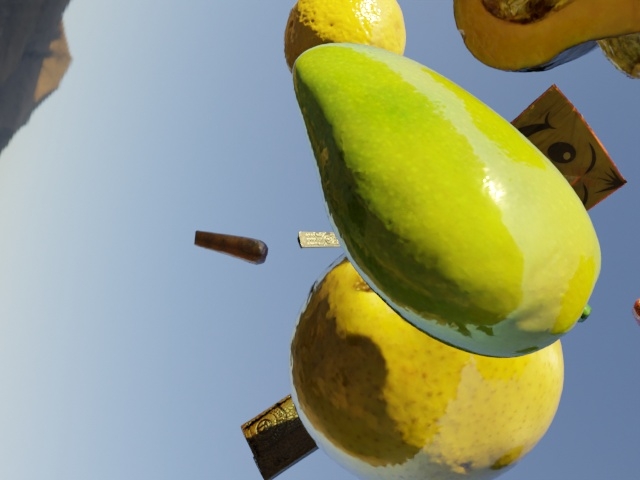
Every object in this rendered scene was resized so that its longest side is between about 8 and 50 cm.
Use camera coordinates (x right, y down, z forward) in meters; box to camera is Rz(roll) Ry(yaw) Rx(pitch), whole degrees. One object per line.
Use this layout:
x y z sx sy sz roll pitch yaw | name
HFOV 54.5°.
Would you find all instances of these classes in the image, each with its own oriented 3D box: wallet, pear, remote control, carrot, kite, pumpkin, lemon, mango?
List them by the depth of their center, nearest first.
0.087 -0.051 0.539 0.343 0.192 0.156 52 -39 23 | mango
0.309 -0.280 0.675 0.317 0.139 0.222 -12 -74 48 | pumpkin
0.139 0.171 0.855 0.418 0.362 0.362 75 -1 -51 | pear
0.000 0.000 1.103 0.016 0.091 0.034 -37 -121 52 | remote control
-0.024 0.325 1.147 0.243 0.039 0.133 -33 -134 -4 | wallet
0.044 -0.369 1.170 0.228 0.228 0.254 -20 -127 52 | lemon
-0.193 0.012 1.345 0.055 0.161 0.055 -166 -90 -89 | carrot
0.513 -0.157 1.391 0.327 0.013 0.378 18 -79 37 | kite

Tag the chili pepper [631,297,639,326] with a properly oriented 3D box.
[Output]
0.589 0.135 1.110 0.050 0.191 0.059 -41 -125 8 | chili pepper
